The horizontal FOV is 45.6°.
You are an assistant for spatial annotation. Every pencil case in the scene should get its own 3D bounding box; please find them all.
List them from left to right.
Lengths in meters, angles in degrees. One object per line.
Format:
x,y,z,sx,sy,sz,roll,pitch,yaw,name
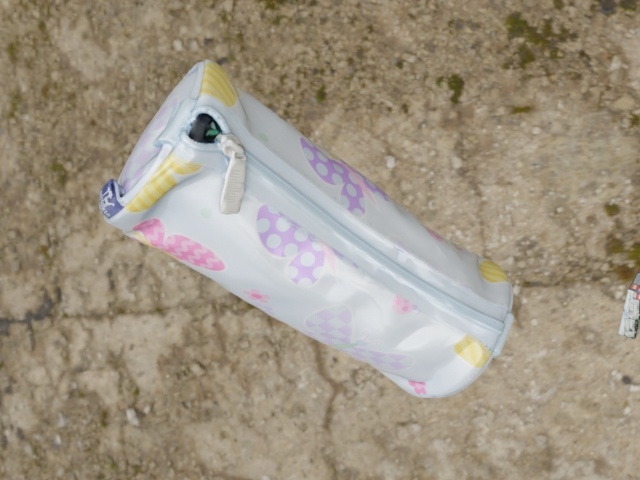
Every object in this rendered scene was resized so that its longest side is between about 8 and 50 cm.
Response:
0.000,0.000,0.497,0.124,0.273,0.113,-24,39,51,pencil case

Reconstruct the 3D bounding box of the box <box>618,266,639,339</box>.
0.475,0.065,1.106,0.027,0.137,0.094,20,140,30,box
